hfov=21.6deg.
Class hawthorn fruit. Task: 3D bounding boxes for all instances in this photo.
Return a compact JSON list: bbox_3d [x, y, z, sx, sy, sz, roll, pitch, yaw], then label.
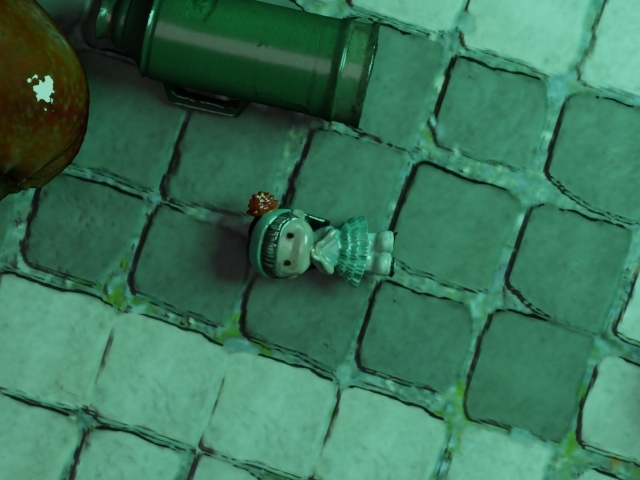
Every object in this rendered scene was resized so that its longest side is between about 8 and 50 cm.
[{"bbox_3d":[-0.242,-0.123,1.102,0.163,0.162,0.203,-22,79,2],"label":"hawthorn fruit"}]

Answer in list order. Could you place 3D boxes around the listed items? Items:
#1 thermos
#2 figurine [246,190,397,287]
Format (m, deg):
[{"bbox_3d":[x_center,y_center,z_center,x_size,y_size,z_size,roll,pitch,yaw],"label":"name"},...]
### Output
[{"bbox_3d":[-0.057,-0.130,1.136,0.188,0.083,0.073,13,74,0],"label":"thermos"},{"bbox_3d":[0.000,0.000,1.157,0.106,0.047,0.060,6,105,-3],"label":"figurine"}]
